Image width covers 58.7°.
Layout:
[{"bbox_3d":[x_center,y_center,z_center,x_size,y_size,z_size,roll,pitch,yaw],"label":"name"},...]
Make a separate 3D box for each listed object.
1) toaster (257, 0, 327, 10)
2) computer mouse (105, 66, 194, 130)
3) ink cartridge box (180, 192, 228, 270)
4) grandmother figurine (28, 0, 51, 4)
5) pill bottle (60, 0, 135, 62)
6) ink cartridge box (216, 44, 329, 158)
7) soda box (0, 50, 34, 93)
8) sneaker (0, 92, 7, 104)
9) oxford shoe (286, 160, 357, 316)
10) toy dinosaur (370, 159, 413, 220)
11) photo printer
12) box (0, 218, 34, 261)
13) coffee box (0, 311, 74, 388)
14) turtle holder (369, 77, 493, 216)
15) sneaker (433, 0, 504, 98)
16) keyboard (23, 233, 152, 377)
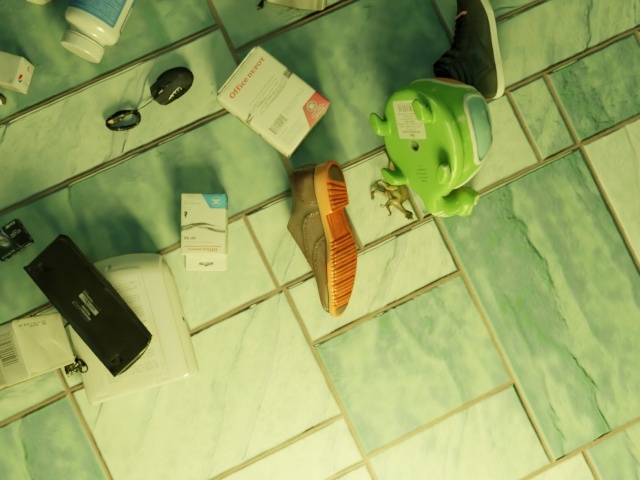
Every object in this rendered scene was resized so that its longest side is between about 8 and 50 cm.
[{"bbox_3d":[-0.057,-0.644,1.353,0.167,0.110,0.186,9,87,-2],"label":"toaster"},{"bbox_3d":[-0.408,-0.336,1.354,0.242,0.041,0.071,-36,91,-3],"label":"computer mouse"},{"bbox_3d":[-0.272,-0.018,1.339,0.104,0.060,0.180,0,88,-4],"label":"ink cartridge box"},{"bbox_3d":[-0.649,-0.729,1.334,0.207,0.104,0.343,6,90,24],"label":"grandmother figurine"},{"bbox_3d":[-0.510,-0.533,1.315,0.124,0.124,0.222,23,85,-2],"label":"pill bottle"},{"bbox_3d":[-0.112,-0.324,1.346,0.217,0.092,0.159,38,86,-3],"label":"ink cartridge box"},{"bbox_3d":[-0.792,-0.411,1.321,0.215,0.069,0.074,15,86,-3],"label":"soda box"},{"bbox_3d":[-0.822,-0.321,1.322,0.190,0.071,0.083,9,93,5],"label":"sneaker"},{"bbox_3d":[0.000,0.000,1.344,0.132,0.130,0.364,-3,95,29],"label":"oxford shoe"},{"bbox_3d":[0.170,-0.124,1.383,0.092,0.053,0.183,-9,77,-21],"label":"toy dinosaur"},{"bbox_3d":[-0.438,0.189,1.296,0.255,0.107,0.308,-16,88,-2],"label":"photo printer"},{"bbox_3d":[-0.727,-0.001,1.332,0.083,0.018,0.067,-34,90,-4],"label":"box"},{"bbox_3d":[-0.683,0.253,1.141,0.296,0.168,0.119,-20,87,4],"label":"coffee box"},{"bbox_3d":[0.287,-0.216,1.293,0.227,0.243,0.321,-27,84,-28],"label":"turtle holder"},{"bbox_3d":[0.338,-0.476,1.370,0.146,0.104,0.296,-14,93,-9],"label":"sneaker"},{"bbox_3d":[-0.522,0.162,1.228,0.201,0.033,0.317,-42,85,3],"label":"keyboard"}]
